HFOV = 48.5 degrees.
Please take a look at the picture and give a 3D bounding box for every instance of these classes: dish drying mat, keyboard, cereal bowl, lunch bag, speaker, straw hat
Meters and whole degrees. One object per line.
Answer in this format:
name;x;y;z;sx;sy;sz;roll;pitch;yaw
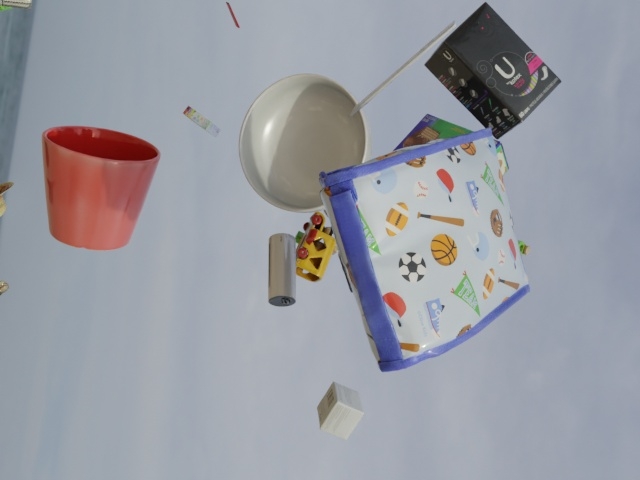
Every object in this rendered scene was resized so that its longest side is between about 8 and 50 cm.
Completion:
dish drying mat;-0.278;-0.716;2.259;0.032;0.008;0.083;53;-11;49
keyboard;0.151;-0.320;1.333;0.256;0.014;0.072;-39;-175;21
cereal bowl;-0.026;-0.231;1.768;0.141;0.338;0.339;15;82;-71
lunch bag;0.159;0.005;1.199;0.238;0.385;0.328;-14;-83;37
speaker;-0.074;0.058;1.372;0.055;0.055;0.136;136;-41;-53
straw hat;-0.789;-0.081;1.698;0.144;0.144;0.061;41;-27;62

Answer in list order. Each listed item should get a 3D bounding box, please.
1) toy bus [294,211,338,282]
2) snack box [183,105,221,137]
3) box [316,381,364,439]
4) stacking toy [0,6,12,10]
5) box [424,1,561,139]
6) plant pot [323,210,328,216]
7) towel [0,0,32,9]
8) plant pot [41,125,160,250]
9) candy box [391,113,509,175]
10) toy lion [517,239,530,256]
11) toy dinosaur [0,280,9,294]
toy bus;-0.006;0.012;1.890;0.202;0.104;0.191;-59;-169;27
snack box;-0.405;-0.407;2.441;0.037;0.100;0.141;-56;173;1
box;0.053;0.460;1.925;0.102;0.087;0.101;-60;-165;17
stacking toy;-0.729;-0.566;1.549;0.167;0.221;0.052;-6;-93;32
box;0.419;-0.412;1.742;0.165;0.270;0.143;-45;-179;-16
plant pot;0.115;-0.149;2.405;0.167;0.167;0.165;-38;-161;56
towel;-0.631;-0.576;1.199;0.056;0.312;0.324;168;-73;-68
plant pot;-0.541;-0.122;1.718;0.275;0.274;0.243;-130;-129;-59
candy box;0.293;-0.160;1.893;0.317;0.122;0.268;-48;-133;-10
toy lion;0.457;0.044;1.691;0.034;0.096;0.100;22;-96;33
toy dinosaur;-0.953;0.115;1.849;0.064;0.268;0.118;-68;148;-65
